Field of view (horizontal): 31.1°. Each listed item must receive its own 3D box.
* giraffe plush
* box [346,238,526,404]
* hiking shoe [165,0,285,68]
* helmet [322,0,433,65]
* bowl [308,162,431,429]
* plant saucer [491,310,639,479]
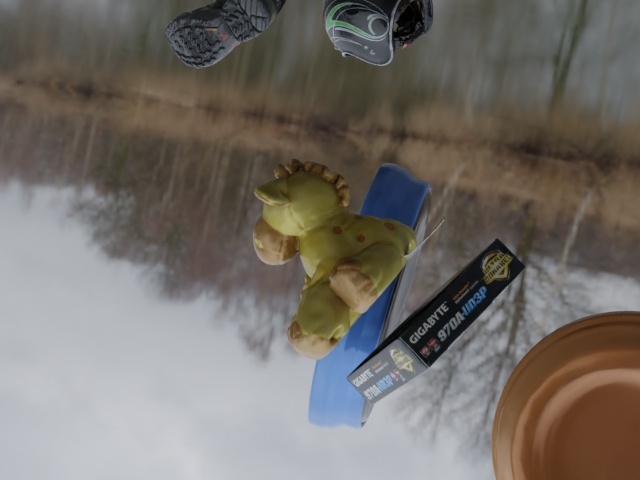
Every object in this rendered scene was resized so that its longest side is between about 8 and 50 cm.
[{"bbox_3d":[0.000,0.000,1.221,0.170,0.210,0.181,41,176,4],"label":"giraffe plush"},{"bbox_3d":[0.132,0.101,1.357,0.051,0.175,0.220,46,158,4],"label":"box"},{"bbox_3d":[-0.128,-0.317,1.662,0.227,0.086,0.114,-9,-155,44],"label":"hiking shoe"},{"bbox_3d":[0.083,-0.370,1.854,0.161,0.169,0.169,24,-172,31],"label":"helmet"},{"bbox_3d":[0.077,0.085,1.639,0.077,0.391,0.391,16,-178,8],"label":"bowl"},{"bbox_3d":[0.211,0.149,0.785,0.200,0.200,0.037,12,-174,23],"label":"plant saucer"}]
